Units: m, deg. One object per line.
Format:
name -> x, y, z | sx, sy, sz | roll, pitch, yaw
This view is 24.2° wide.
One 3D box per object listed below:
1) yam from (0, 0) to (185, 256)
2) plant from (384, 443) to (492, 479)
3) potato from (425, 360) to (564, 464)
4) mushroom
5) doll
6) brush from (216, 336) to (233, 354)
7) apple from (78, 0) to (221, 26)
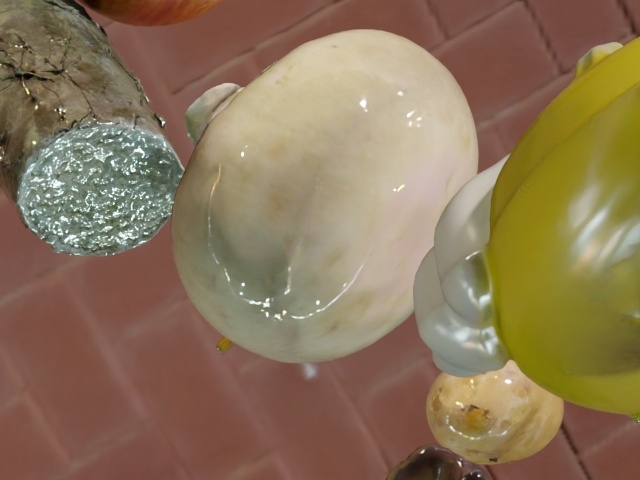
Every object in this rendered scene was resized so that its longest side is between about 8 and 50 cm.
yam -> -0.317, -0.144, 1.795 | 0.241, 0.348, 0.241 | -19, 133, -21
plant -> 0.038, 0.210, 0.729 | 0.204, 0.178, 0.234 | -53, 125, -38
potato -> 0.165, 0.158, 1.418 | 0.118, 0.178, 0.109 | 4, 83, 26
mushroom -> -0.004, -0.040, 1.056 | 0.246, 0.246, 0.202 | -47, 59, -5
doll -> 0.162, -0.010, 0.522 | 0.237, 0.252, 0.111 | 8, 54, -26
brush -> 0.000, 0.000, 1.690 | 0.020, 0.085, 0.336 | 43, 90, 1
apple -> -0.225, -0.409, 1.899 | 0.286, 0.233, 0.286 | 15, 59, -27
